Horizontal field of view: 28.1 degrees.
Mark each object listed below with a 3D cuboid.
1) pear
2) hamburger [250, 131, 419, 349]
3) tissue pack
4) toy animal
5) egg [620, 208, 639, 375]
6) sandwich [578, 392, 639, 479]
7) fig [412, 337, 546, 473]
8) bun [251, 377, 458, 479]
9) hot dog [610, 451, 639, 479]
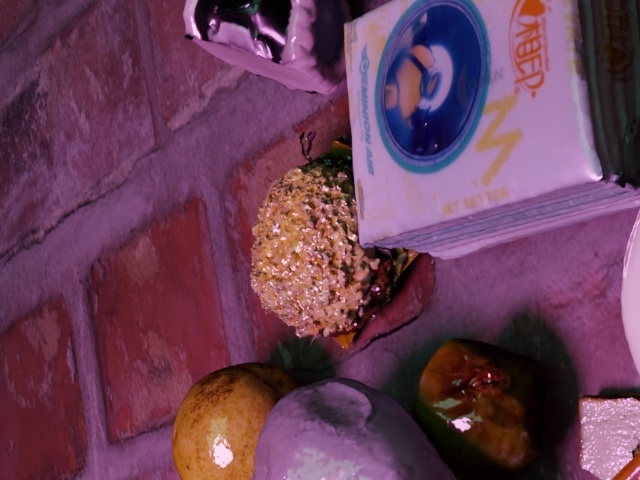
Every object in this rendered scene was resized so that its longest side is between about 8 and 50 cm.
[{"bbox_3d":[-0.095,0.244,1.646,0.197,0.197,0.197,-8,80,50],"label":"pear"},{"bbox_3d":[0.000,0.000,1.609,0.243,0.138,0.262,-57,48,30],"label":"hamburger"},{"bbox_3d":[0.191,-0.149,1.359,0.388,0.162,0.287,-18,74,55],"label":"tissue pack"},{"bbox_3d":[-0.055,-0.292,1.670,0.208,0.204,0.156,23,89,30],"label":"toy animal"},{"bbox_3d":[0.386,0.051,1.117,0.206,0.161,0.271,-13,83,63],"label":"egg"},{"bbox_3d":[0.310,0.199,1.296,0.105,0.035,0.093,-15,74,47],"label":"sandwich"},{"bbox_3d":[0.169,0.186,1.398,0.154,0.144,0.166,42,135,2],"label":"fig"},{"bbox_3d":[0.031,0.321,1.414,0.354,0.194,0.354,42,147,36],"label":"bun"},{"bbox_3d":[0.326,0.264,1.242,0.250,0.076,0.104,-56,36,30],"label":"hot dog"}]
